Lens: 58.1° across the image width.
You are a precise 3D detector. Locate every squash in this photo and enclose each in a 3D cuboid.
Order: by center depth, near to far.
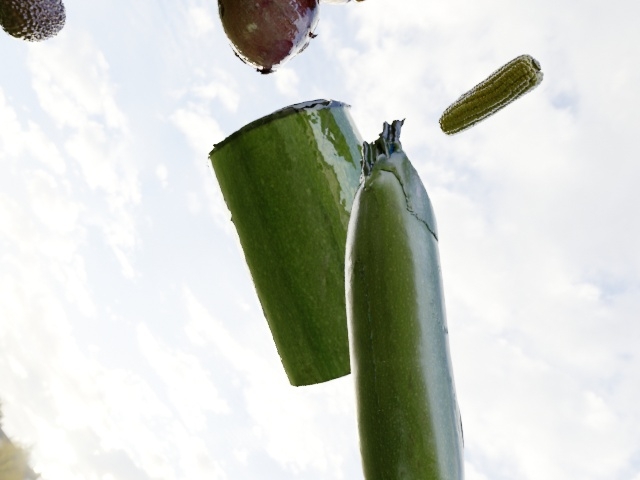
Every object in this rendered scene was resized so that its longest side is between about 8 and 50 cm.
[{"bbox_3d":[0.062,0.056,0.461,0.087,0.087,0.332,-28,-120,51],"label":"squash"},{"bbox_3d":[0.000,0.000,0.921,0.263,0.263,0.385,-21,-90,51],"label":"squash"}]

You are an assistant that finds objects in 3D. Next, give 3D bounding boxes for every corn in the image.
[{"bbox_3d":[0.338,-0.290,1.167,0.231,0.080,0.080,-30,-85,35],"label":"corn"}]

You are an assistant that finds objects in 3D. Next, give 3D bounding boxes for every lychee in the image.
[{"bbox_3d":[-0.523,-0.416,1.029,0.123,0.129,0.124,5,-79,28],"label":"lychee"}]

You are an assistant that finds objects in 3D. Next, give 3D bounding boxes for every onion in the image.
[{"bbox_3d":[-0.096,-0.365,0.894,0.195,0.160,0.159,42,-34,-21],"label":"onion"}]

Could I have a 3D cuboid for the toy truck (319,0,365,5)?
[{"bbox_3d":[0.020,-0.560,1.110,0.211,0.288,0.204,-10,-50,34],"label":"toy truck"}]
